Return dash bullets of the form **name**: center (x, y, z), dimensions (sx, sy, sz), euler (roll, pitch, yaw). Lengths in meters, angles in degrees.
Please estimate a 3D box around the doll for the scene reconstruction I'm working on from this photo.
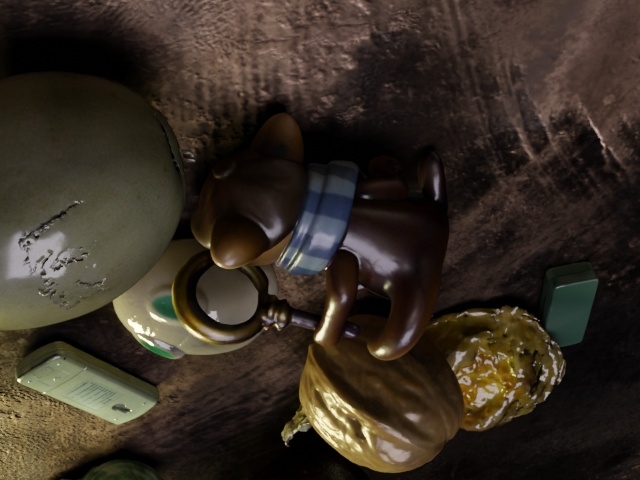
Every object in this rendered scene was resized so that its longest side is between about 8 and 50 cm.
- **doll**: center (-0.001, 0.001, 1.311), dimensions (0.339, 0.318, 0.209), euler (19, 169, -22)

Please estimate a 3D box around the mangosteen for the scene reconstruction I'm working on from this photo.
- **mangosteen**: center (0.005, 0.539, 1.861), dimensions (0.359, 0.306, 0.306), euler (28, 135, 4)

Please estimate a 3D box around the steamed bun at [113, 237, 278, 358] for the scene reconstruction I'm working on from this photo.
- **steamed bun**: center (-0.166, 0.086, 1.419), dimensions (0.228, 0.131, 0.177), euler (7, 138, -28)

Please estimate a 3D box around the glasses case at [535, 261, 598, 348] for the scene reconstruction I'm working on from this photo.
- **glasses case**: center (0.397, 0.108, 1.695), dimensions (0.077, 0.039, 0.184), euler (-11, 141, -5)

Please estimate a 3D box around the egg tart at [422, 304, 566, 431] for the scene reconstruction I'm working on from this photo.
- **egg tart**: center (0.259, 0.230, 1.720), dimensions (0.297, 0.132, 0.297), euler (-1, 130, -1)

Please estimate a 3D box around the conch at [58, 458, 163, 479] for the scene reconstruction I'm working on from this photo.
- **conch**: center (-0.368, 0.475, 1.814), dimensions (0.220, 0.195, 0.277), euler (37, 151, -13)

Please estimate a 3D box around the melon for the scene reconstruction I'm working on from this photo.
- **melon**: center (-0.294, -0.043, 1.111), dimensions (0.330, 0.269, 0.268), euler (-19, 142, -7)

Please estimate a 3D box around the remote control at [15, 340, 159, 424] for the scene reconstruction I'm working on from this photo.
- **remote control**: center (-0.355, 0.221, 1.597), dimensions (0.098, 0.038, 0.233), euler (-30, 140, 19)

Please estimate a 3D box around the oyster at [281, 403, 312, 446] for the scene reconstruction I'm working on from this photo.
- **oyster**: center (0.004, 0.274, 1.755), dimensions (0.132, 0.072, 0.209), euler (-22, 167, -40)

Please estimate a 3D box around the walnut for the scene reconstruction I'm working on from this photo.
- **walnut**: center (0.090, 0.234, 1.596), dimensions (0.261, 0.225, 0.225), euler (33, 135, 7)
